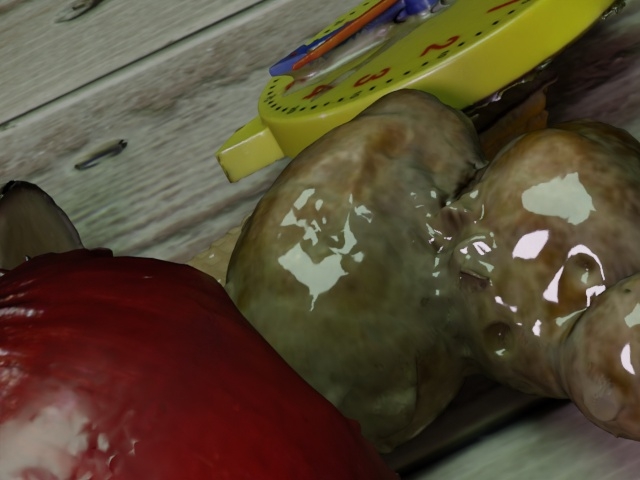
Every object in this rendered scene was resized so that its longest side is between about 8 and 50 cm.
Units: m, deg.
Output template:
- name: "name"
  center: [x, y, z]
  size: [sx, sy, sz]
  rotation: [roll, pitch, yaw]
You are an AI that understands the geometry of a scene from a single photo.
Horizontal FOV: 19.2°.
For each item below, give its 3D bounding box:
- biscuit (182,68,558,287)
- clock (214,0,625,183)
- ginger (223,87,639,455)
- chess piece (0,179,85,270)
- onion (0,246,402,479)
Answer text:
- name: "biscuit"
  center: [0.000, 0.000, 1.255]
  size: [0.378, 0.054, 0.094]
  rotation: [-37, 38, -18]
- name: "clock"
  center: [0.074, -0.153, 1.308]
  size: [0.293, 0.071, 0.277]
  rotation: [-19, 22, 29]
- name: "ginger"
  center: [0.099, 0.020, 1.090]
  size: [0.304, 0.155, 0.244]
  rotation: [-3, 47, 24]
- name: "chess piece"
  center: [-0.292, 0.059, 1.285]
  size: [0.261, 0.143, 0.143]
  rotation: [-15, 36, 21]
- name: "onion"
  center: [-0.123, 0.186, 0.875]
  size: [0.341, 0.341, 0.341]
  rotation: [-15, 37, 11]
